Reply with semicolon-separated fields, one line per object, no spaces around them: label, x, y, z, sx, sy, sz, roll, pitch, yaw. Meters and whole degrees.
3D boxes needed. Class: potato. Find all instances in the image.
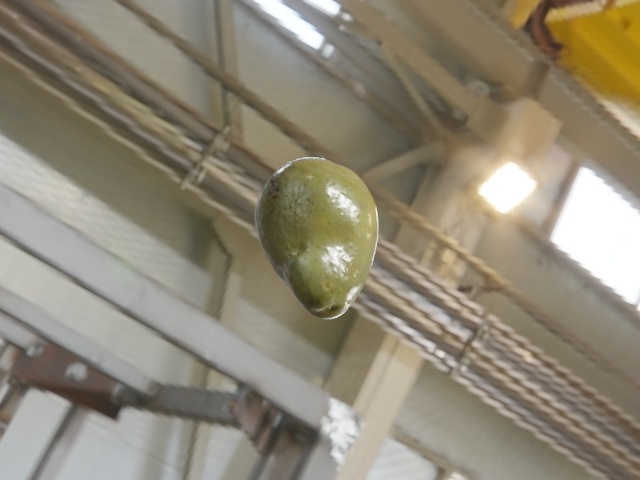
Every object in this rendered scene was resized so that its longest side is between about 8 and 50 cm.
potato;0.000;0.000;1.562;0.157;0.194;0.157;-7;-26;-4
